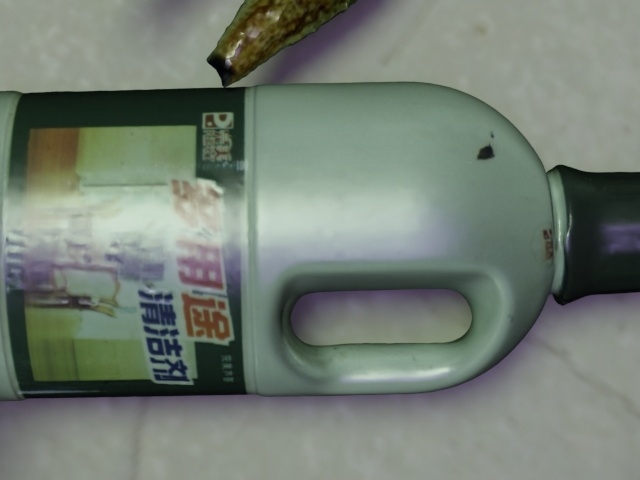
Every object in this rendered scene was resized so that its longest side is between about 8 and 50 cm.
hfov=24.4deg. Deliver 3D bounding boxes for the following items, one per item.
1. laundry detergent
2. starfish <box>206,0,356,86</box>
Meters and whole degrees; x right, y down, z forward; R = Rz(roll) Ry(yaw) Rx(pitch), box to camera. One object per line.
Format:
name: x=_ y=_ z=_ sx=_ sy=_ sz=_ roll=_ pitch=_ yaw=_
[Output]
laundry detergent: x=0.000 y=0.000 z=0.468 sx=0.226 sy=0.070 sz=0.099 roll=-1 pitch=83 yaw=-1
starfish: x=0.015 y=-0.148 z=0.458 sx=0.217 sy=0.050 sz=0.223 roll=39 pitch=76 yaw=-6
